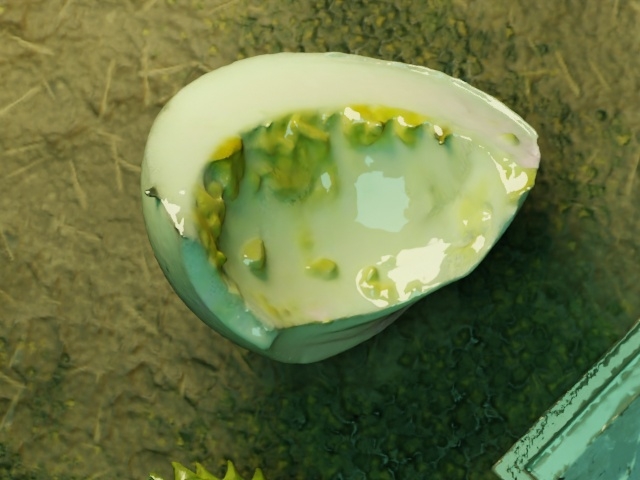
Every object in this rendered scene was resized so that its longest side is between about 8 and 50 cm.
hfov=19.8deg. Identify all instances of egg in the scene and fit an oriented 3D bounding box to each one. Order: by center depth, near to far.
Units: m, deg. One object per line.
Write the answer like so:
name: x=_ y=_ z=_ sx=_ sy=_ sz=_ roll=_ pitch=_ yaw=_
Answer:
egg: x=-0.003 y=-0.012 z=1.249 sx=0.271 sy=0.162 sz=0.206 roll=-13 pitch=42 yaw=-22

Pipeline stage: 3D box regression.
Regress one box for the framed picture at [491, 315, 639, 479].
framed picture: x=0.317 y=0.122 z=1.237 sx=0.335 sy=0.022 sz=0.247 roll=-46 pitch=77 yaw=2

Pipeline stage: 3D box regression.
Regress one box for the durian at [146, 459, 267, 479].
durian: x=-0.004 y=0.291 z=1.203 sx=0.157 sy=0.169 sz=0.355 roll=-40 pitch=82 yaw=4
